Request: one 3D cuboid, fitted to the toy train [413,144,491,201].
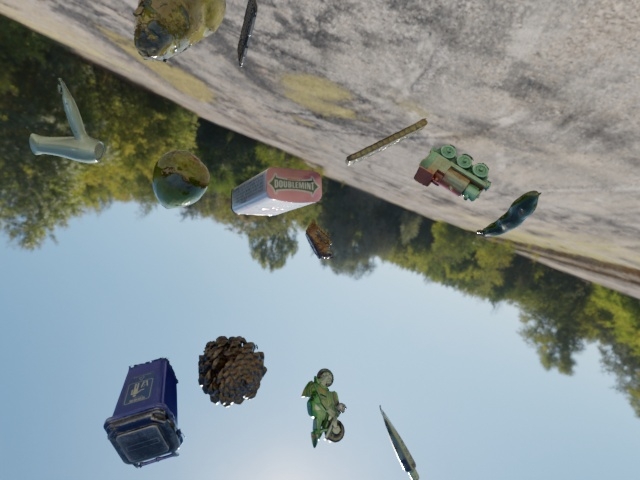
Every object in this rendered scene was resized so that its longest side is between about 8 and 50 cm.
[{"bbox_3d":[0.337,-0.163,1.109,0.175,0.118,0.074,37,157,13],"label":"toy train"}]

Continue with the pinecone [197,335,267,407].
[{"bbox_3d":[-0.314,0.447,1.558,0.243,0.244,0.257,17,-158,-33],"label":"pinecone"}]

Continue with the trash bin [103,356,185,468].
[{"bbox_3d":[-0.452,0.450,1.167,0.162,0.184,0.234,-15,-150,-7],"label":"trash bin"}]

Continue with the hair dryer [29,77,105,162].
[{"bbox_3d":[-0.735,-0.342,1.243,0.206,0.237,0.075,9,-148,0],"label":"hair dryer"}]

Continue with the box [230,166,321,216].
[{"bbox_3d":[-0.161,-0.151,1.466,0.190,0.113,0.369,3,174,-27],"label":"box"}]

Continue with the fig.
[{"bbox_3d":[-0.543,-0.227,1.670,0.207,0.230,0.207,48,178,2],"label":"fig"}]

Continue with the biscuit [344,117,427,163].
[{"bbox_3d":[0.192,-0.286,1.301,0.029,0.254,0.172,63,-176,-4],"label":"biscuit"}]

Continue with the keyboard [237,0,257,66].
[{"bbox_3d":[-0.248,-0.704,1.469,0.016,0.106,0.262,-3,161,-22],"label":"keyboard"}]

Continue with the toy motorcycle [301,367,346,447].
[{"bbox_3d":[0.005,0.440,1.168,0.106,0.190,0.074,-1,158,-27],"label":"toy motorcycle"}]

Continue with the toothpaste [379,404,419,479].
[{"bbox_3d":[0.211,0.550,1.187,0.216,0.037,0.062,63,179,-1],"label":"toothpaste"}]

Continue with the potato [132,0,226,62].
[{"bbox_3d":[-0.348,-0.556,1.066,0.141,0.296,0.192,26,156,10],"label":"potato"}]

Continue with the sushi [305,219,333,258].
[{"bbox_3d":[-0.001,-0.001,1.195,0.118,0.060,0.061,65,168,-25],"label":"sushi"}]

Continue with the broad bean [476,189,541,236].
[{"bbox_3d":[0.532,-0.064,1.227,0.065,0.046,0.254,40,150,5],"label":"broad bean"}]
